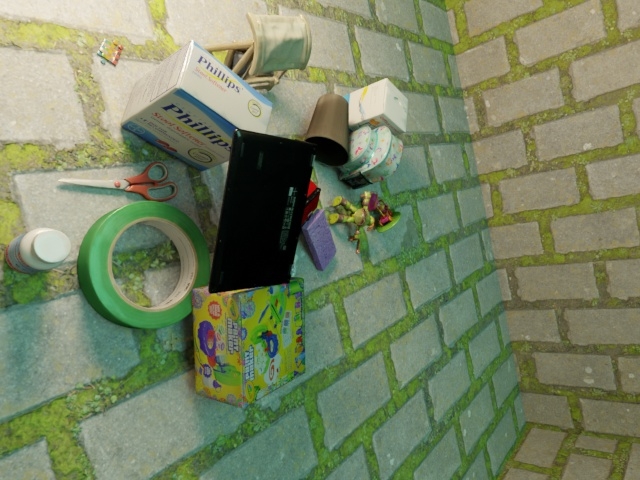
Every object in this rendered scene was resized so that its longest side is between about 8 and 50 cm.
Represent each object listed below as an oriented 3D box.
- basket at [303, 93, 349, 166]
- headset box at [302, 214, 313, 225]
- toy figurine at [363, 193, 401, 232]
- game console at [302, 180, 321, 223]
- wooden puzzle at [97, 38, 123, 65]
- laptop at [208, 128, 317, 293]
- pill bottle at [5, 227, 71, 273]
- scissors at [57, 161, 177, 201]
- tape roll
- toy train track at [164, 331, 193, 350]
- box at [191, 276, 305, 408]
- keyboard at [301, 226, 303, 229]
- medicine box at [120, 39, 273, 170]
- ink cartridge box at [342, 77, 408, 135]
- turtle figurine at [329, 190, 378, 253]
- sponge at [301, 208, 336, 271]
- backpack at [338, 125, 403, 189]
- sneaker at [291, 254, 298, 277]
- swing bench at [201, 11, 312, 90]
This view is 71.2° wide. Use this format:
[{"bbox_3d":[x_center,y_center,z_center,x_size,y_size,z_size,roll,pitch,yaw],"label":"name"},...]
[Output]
[{"bbox_3d":[0.034,-0.432,1.710,0.204,0.154,0.227,30,58,-43],"label":"basket"},{"bbox_3d":[-0.057,-0.087,1.595,0.062,0.032,0.083,-16,102,-50],"label":"headset box"},{"bbox_3d":[0.254,-0.147,1.945,0.159,0.130,0.173,49,28,-19],"label":"toy figurine"},{"bbox_3d":[-0.065,-0.143,1.536,0.144,0.085,0.124,-51,160,-48],"label":"game console"},{"bbox_3d":[-0.549,-0.492,1.166,0.049,0.006,0.083,30,61,-41],"label":"wooden puzzle"},{"bbox_3d":[-0.165,-0.095,1.209,0.407,0.236,0.382,-3,109,-49],"label":"laptop"},{"bbox_3d":[-0.580,0.021,0.922,0.087,0.160,0.087,12,74,-46],"label":"pill bottle"},{"bbox_3d":[-0.501,-0.133,1.144,0.297,0.021,0.109,-24,103,-49],"label":"scissors"},{"bbox_3d":[-0.437,0.062,1.140,0.321,0.077,0.322,10,76,-46],"label":"tape roll"},{"bbox_3d":[-0.381,0.271,1.213,0.083,0.014,0.048,-2,85,-49],"label":"toy train track"},{"bbox_3d":[-0.190,0.260,1.247,0.279,0.177,0.290,-7,98,-58],"label":"box"},{"bbox_3d":[-0.092,-0.084,1.596,0.180,0.023,0.108,-26,103,-48],"label":"keyboard"},{"bbox_3d":[-0.323,-0.333,1.177,0.263,0.289,0.149,29,62,-42],"label":"medicine box"},{"bbox_3d":[0.222,-0.528,1.868,0.171,0.232,0.168,24,66,-43],"label":"ink cartridge box"},{"bbox_3d":[0.142,-0.083,1.790,0.217,0.087,0.270,14,98,-35],"label":"turtle figurine"},{"bbox_3d":[0.000,0.000,1.635,0.117,0.031,0.210,-55,140,-37],"label":"sponge"},{"bbox_3d":[0.197,-0.341,1.792,0.191,0.253,0.225,37,58,-38],"label":"backpack"},{"bbox_3d":[-0.115,0.079,1.533,0.069,0.038,0.098,34,50,-38],"label":"sneaker"},{"bbox_3d":[-0.186,-0.581,1.403,0.253,0.254,0.165,-30,105,-47],"label":"swing bench"}]
